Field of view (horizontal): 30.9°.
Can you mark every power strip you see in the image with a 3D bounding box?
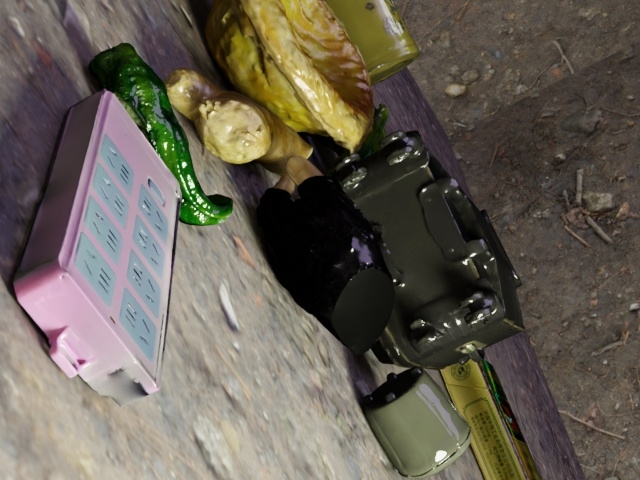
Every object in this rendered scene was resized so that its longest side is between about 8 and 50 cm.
[{"bbox_3d":[-0.141,-0.005,0.780,0.109,0.037,0.279,57,14,-28],"label":"power strip"}]

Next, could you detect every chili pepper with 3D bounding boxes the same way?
[{"bbox_3d":[-0.129,-0.079,0.962,0.182,0.050,0.073,61,5,-23],"label":"chili pepper"}]

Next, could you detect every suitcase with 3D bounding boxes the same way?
[{"bbox_3d":[0.138,0.033,1.511,0.283,0.194,0.434,66,12,12],"label":"suitcase"}]

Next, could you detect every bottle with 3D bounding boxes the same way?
[{"bbox_3d":[0.044,-0.473,2.236,0.351,0.172,0.171,64,12,1],"label":"bottle"}]

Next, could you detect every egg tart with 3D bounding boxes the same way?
[{"bbox_3d":[-0.049,-0.231,1.420,0.319,0.128,0.319,53,19,-26],"label":"egg tart"}]

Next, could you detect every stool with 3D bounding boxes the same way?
[{"bbox_3d":[0.105,0.199,1.273,0.110,0.096,0.096,57,13,-10],"label":"stool"}]

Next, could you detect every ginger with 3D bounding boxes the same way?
[{"bbox_3d":[-0.073,-0.111,1.223,0.118,0.065,0.299,47,6,14],"label":"ginger"}]

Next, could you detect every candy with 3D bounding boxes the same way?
[{"bbox_3d":[0.079,-0.087,1.735,0.069,0.149,0.246,26,-16,36],"label":"candy"}]

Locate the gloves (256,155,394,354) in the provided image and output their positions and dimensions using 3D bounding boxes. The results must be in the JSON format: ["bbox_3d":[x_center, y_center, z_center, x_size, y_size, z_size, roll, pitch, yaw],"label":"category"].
[{"bbox_3d":[0.000,0.000,1.203,0.203,0.124,0.164,46,-28,45],"label":"gloves"}]

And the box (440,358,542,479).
[{"bbox_3d":[0.274,0.302,1.836,0.159,0.071,0.240,31,35,-65],"label":"box"}]

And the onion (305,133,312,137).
[{"bbox_3d":[0.008,-0.205,1.665,0.117,0.119,0.118,-3,66,-55],"label":"onion"}]

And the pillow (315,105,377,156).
[{"bbox_3d":[-0.003,-0.266,1.791,0.335,0.093,0.161,64,21,1],"label":"pillow"}]
